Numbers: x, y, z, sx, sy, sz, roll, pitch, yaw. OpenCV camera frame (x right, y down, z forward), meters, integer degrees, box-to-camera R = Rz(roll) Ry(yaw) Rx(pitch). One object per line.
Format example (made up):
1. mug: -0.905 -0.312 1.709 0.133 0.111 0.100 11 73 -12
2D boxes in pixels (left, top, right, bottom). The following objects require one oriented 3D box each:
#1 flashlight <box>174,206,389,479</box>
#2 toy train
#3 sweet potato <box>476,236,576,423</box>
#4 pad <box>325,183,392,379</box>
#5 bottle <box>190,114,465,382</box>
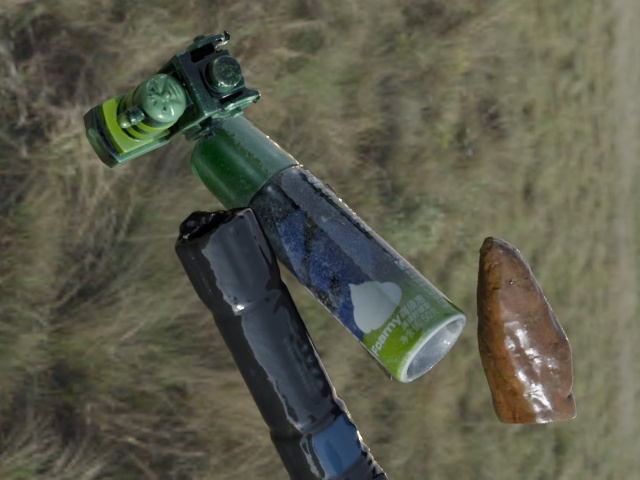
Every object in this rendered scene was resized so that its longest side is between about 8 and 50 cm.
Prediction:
1. flashlight: -0.023 0.161 1.052 0.424 0.103 0.103 64 25 -13
2. toy train: -0.143 -0.129 1.027 0.083 0.132 0.200 63 -22 -4
3. sweet potato: 0.214 0.107 1.145 0.097 0.097 0.252 -65 142 -54
4. pad: 0.047 0.053 1.300 0.158 0.003 0.235 50 -24 31
5. bottle: 0.000 0.000 1.095 0.093 0.330 0.093 -36 154 -21
